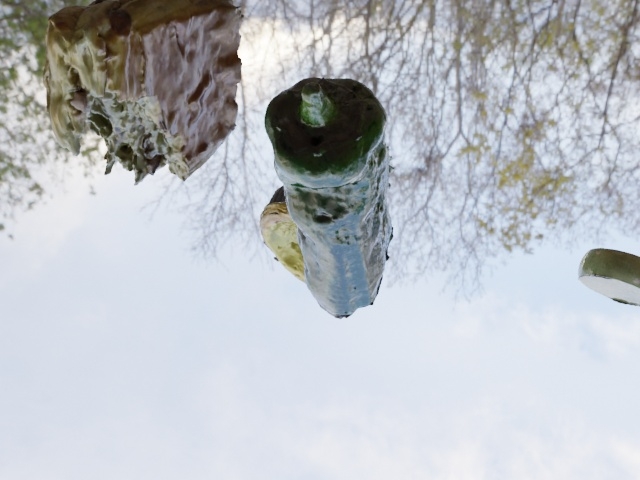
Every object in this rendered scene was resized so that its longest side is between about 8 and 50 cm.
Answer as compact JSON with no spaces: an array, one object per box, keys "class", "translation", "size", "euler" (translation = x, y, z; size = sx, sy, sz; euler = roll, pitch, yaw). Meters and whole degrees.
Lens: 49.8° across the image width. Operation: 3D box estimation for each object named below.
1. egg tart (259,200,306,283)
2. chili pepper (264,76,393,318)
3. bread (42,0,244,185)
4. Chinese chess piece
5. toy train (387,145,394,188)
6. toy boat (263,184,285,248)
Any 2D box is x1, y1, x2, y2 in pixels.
[{"class":"egg tart","translation":[0.000,0.000,1.606],"size":[0.314,0.315,0.120],"euler":[20,-123,26]},{"class":"chili pepper","translation":[0.016,-0.048,0.620],"size":[0.099,0.270,0.136],"euler":[29,-111,28]},{"class":"bread","translation":[-0.283,-0.245,1.075],"size":[0.191,0.314,0.370],"euler":[22,-143,17]},{"class":"Chinese chess piece","translation":[0.686,0.082,1.569],"size":[0.188,0.188,0.083],"euler":[20,-100,26]},{"class":"toy train","translation":[0.136,-0.210,1.923],"size":[0.125,0.194,0.081],"euler":[11,-112,21]},{"class":"toy boat","translation":[-0.099,-0.077,2.105],"size":[0.078,0.127,0.283],"euler":[-19,-135,31]}]
